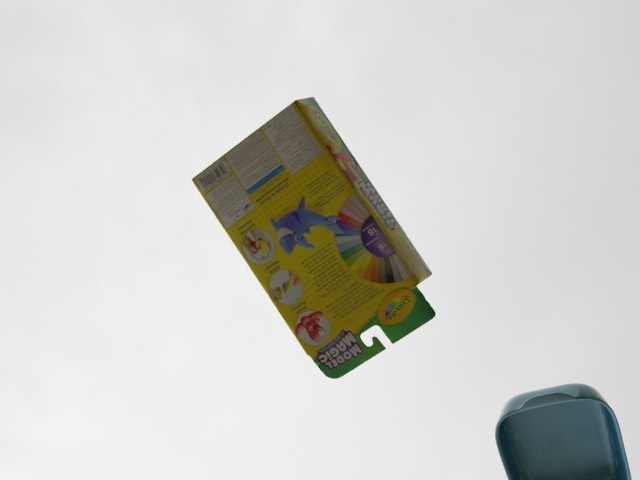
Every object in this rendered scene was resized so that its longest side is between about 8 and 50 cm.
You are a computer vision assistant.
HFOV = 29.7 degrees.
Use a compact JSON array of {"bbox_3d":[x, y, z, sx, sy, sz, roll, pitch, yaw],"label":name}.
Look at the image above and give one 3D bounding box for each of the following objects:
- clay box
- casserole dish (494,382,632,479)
[{"bbox_3d":[0.000,0.000,1.067,0.127,0.053,0.222,-34,-92,23],"label":"clay box"},{"bbox_3d":[0.231,0.200,1.149,0.114,0.037,0.188,-14,-52,12],"label":"casserole dish"}]
